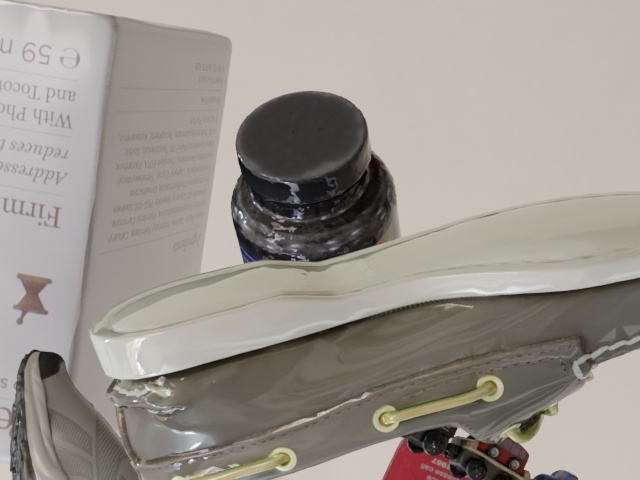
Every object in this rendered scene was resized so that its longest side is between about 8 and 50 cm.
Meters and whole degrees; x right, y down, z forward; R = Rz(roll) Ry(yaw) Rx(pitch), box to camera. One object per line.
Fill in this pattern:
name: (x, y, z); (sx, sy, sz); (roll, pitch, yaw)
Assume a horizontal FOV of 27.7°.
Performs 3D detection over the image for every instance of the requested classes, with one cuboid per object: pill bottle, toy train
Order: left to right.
pill bottle: (0.000, 0.000, 0.973); (0.219, 0.123, 0.122); (79, -152, -47)
toy train: (0.101, 0.128, 0.752); (0.036, 0.158, 0.027); (-63, 20, -16)

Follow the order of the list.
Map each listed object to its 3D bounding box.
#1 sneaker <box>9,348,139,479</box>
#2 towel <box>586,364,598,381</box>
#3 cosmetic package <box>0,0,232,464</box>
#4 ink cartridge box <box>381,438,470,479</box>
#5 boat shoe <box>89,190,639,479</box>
sneaker: (-0.168, 0.183, 0.957); (0.271, 0.108, 0.100); (-123, 35, -46)
towel: (0.138, 0.093, 1.080); (0.029, 0.144, 0.197); (-62, -2, -18)
cosmetic package: (-0.306, -0.033, 1.243); (0.327, 0.330, 0.393); (-24, -57, -76)
ink cartridge box: (0.094, 0.327, 0.916); (0.306, 0.226, 0.131); (-60, -11, -32)
boat shoe: (0.055, 0.045, 0.583); (0.109, 0.305, 0.091); (-103, 1, -77)
